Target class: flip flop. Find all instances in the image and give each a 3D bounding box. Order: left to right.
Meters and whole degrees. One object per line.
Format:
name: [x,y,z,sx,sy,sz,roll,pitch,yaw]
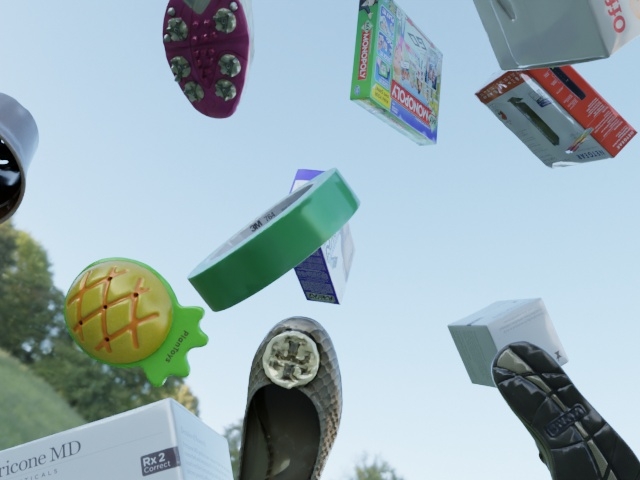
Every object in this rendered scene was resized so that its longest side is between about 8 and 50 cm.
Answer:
flip flop: [0.323,0.262,0.788,0.112,0.277,0.080,-31,-26,0]

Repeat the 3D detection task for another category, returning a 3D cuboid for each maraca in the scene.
maraca: [-0.223,0.095,0.716,0.186,0.127,0.099,29,-5,10]

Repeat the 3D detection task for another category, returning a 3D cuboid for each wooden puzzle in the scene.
wooden puzzle: [0.442,-0.171,1.018,0.006,0.049,0.083,41,12,5]

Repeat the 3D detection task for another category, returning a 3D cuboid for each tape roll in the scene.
tape roll: [-0.082,-0.004,1.040,0.321,0.321,0.077,-25,-76,47]

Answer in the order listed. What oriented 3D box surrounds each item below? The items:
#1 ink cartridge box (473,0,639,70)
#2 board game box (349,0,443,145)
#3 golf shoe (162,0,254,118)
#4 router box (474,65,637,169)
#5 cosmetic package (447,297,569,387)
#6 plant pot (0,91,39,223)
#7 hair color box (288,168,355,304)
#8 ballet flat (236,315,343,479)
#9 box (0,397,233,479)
ink cartridge box: [0.293,-0.312,0.624,0.171,0.233,0.168,59,-11,-19]
board game box: [0.164,-0.338,1.211,0.046,0.213,0.317,1,-7,33]
golf shoe: [-0.115,-0.298,0.691,0.115,0.140,0.306,11,-56,16]
router box: [0.556,-0.317,1.461,0.301,0.082,0.335,44,0,-3]
cosmetic package: [0.406,0.225,1.311,0.151,0.151,0.184,67,-17,2]
plant pot: [-0.471,-0.122,0.816,0.167,0.165,0.167,-4,-61,-7]
hair color box: [0.000,0.000,1.508,0.110,0.185,0.339,7,-32,16]
ballet flat: [-0.038,0.186,0.486,0.084,0.250,0.058,12,-1,15]
box: [-0.179,0.241,0.527,0.181,0.119,0.182,-17,-30,-2]
